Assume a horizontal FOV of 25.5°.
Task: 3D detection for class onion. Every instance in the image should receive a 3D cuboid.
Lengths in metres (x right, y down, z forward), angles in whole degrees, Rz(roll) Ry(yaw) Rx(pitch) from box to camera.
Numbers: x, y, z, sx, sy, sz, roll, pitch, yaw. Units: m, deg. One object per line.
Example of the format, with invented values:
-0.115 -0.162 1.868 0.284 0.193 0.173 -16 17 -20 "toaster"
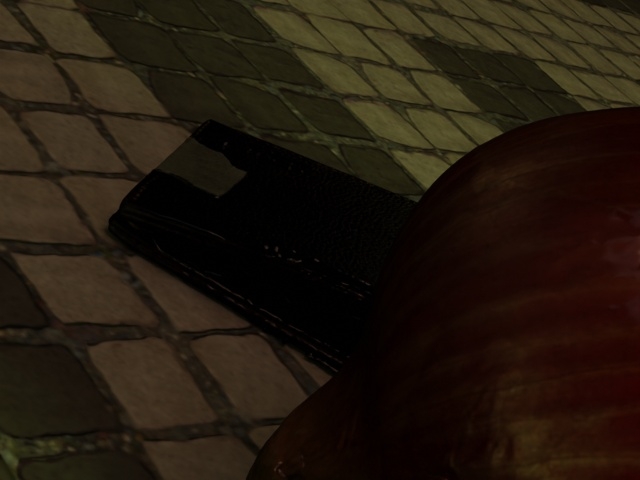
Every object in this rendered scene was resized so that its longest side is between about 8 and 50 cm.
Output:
0.160 0.106 0.725 0.354 0.353 0.353 25 26 -13 "onion"

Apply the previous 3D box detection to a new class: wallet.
0.000 0.000 1.027 0.262 0.071 0.221 25 26 3 "wallet"
